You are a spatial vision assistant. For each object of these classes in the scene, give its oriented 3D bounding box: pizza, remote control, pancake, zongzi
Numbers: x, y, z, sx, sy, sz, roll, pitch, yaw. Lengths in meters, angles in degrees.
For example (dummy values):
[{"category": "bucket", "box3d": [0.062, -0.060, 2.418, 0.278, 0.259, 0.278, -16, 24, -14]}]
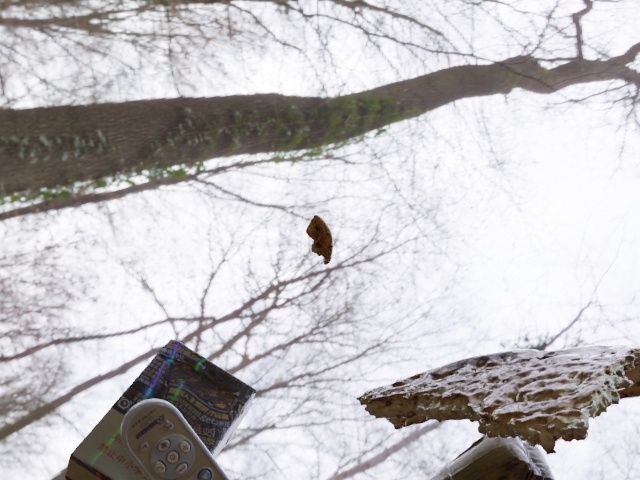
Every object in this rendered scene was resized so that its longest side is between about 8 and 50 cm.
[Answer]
[{"category": "pizza", "box3d": [0.000, 0.000, 1.106, 0.037, 0.016, 0.083, -7, -64, 11]}, {"category": "remote control", "box3d": [-0.183, 0.322, 1.059, 0.244, 0.087, 0.047, 56, -20, -10]}, {"category": "pancake", "box3d": [0.157, 0.136, 0.627, 0.265, 0.244, 0.057, -16, -87, 8]}, {"category": "zongzi", "box3d": [0.227, 0.415, 0.986, 0.274, 0.145, 0.300, -40, -77, 12]}]

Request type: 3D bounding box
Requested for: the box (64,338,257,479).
[{"category": "box", "box3d": [-0.273, 0.337, 1.364, 0.198, 0.310, 0.084, 29, -49, 8]}]
